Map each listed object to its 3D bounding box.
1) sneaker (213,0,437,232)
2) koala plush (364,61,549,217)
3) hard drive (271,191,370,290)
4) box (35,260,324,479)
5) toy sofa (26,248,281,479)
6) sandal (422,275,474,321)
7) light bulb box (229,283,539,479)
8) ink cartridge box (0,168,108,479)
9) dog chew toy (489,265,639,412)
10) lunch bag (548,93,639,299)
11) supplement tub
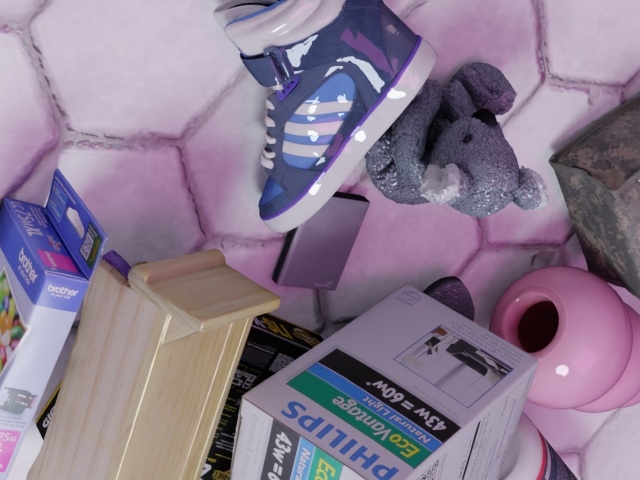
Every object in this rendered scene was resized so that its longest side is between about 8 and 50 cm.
[{"bbox_3d":[-0.044,-0.179,1.541,0.236,0.130,0.323,34,124,-13],"label":"sneaker"},{"bbox_3d":[0.170,-0.100,1.626,0.196,0.221,0.203,4,116,-33],"label":"koala plush"},{"bbox_3d":[0.000,0.000,1.719,0.094,0.022,0.135,7,115,-34],"label":"hard drive"},{"bbox_3d":[-0.164,0.195,1.709,0.322,0.079,0.257,25,105,-38],"label":"box"},{"bbox_3d":[-0.201,0.186,1.557,0.150,0.177,0.362,-12,127,-54],"label":"toy sofa"},{"bbox_3d":[0.161,0.147,1.895,0.097,0.054,0.254,-13,134,-15],"label":"sandal"},{"bbox_3d":[0.065,0.309,1.711,0.361,0.225,0.357,-30,141,-47],"label":"light bulb box"},{"bbox_3d":[-0.341,0.086,1.463,0.065,0.186,0.311,17,108,-35],"label":"ink cartridge box"},{"bbox_3d":[0.394,0.161,1.945,0.332,0.206,0.206,24,104,-46],"label":"dog chew toy"},{"bbox_3d":[0.500,-0.087,1.870,0.287,0.169,0.235,-38,127,-15],"label":"lunch bag"},{"bbox_3d":[0.292,0.389,2.022,0.191,0.191,0.272,-42,130,-1],"label":"supplement tub"}]
